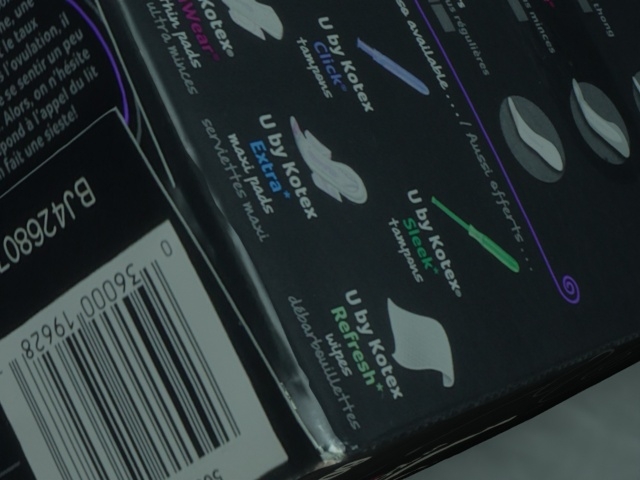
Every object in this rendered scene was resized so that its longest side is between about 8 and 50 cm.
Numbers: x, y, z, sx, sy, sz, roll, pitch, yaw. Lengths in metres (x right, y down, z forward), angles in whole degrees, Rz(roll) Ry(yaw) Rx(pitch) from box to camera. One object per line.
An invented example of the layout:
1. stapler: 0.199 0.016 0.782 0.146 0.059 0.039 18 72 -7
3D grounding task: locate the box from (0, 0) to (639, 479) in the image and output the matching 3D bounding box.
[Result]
1. box: 0.000 0.000 0.577 0.270 0.165 0.143 -15 76 -52
